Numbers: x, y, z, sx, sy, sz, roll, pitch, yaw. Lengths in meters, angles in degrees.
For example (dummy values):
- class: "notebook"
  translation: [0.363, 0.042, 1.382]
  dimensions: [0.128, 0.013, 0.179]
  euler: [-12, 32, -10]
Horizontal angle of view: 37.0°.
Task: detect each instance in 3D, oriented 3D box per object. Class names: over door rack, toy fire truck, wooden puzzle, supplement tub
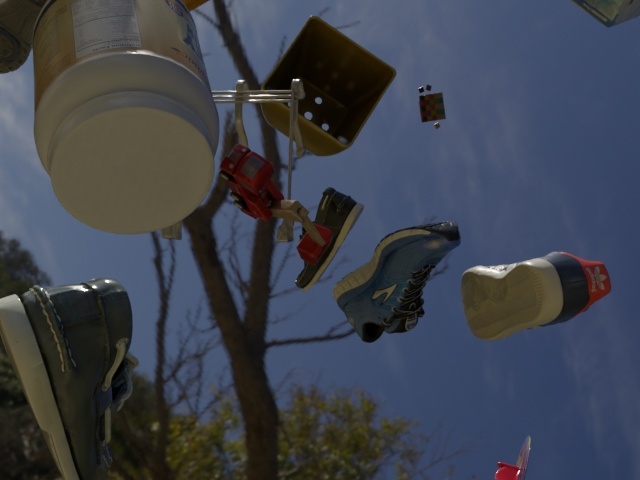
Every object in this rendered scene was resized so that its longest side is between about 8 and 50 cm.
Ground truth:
- class: "over door rack"
  translation: [-0.155, -0.140, 1.783]
  dimensions: [0.108, 0.240, 0.324]
  euler: [58, 34, -69]
- class: "toy fire truck"
  translation: [-0.058, -0.047, 1.316]
  dimensions: [0.135, 0.047, 0.192]
  euler: [29, -17, 20]
- class: "wooden puzzle"
  translation: [0.204, -0.245, 1.753]
  dimensions: [0.006, 0.049, 0.083]
  euler: [-171, -108, -65]
- class: "supplement tub"
  translation: [-0.253, -0.181, 1.236]
  dimensions: [0.316, 0.228, 0.228]
  euler: [-108, -153, -45]

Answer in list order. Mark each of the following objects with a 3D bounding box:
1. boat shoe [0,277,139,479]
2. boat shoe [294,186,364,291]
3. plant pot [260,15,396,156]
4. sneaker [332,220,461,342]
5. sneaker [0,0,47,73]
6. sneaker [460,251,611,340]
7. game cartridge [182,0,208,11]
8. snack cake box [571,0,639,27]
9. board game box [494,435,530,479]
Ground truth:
- class: "boat shoe"
  translation: [-0.195, 0.130, 0.815]
  dimensions: [0.116, 0.099, 0.319]
  euler: [58, -20, 25]
- class: "boat shoe"
  translation: [0.000, 0.000, 1.709]
  dimensions: [0.079, 0.084, 0.233]
  euler: [30, -47, 2]
- class: "plant pot"
  translation: [-0.002, -0.296, 1.999]
  dimensions: [0.212, 0.212, 0.187]
  euler: [33, -21, -3]
- class: "sneaker"
  translation: [0.152, 0.079, 1.694]
  dimensions: [0.330, 0.130, 0.147]
  euler: [-48, -122, 48]
- class: "sneaker"
  translation: [-0.426, -0.344, 1.380]
  dimensions: [0.297, 0.129, 0.111]
  euler: [-26, -55, 30]
- class: "sneaker"
  translation: [0.348, 0.090, 1.570]
  dimensions: [0.350, 0.148, 0.131]
  euler: [163, -83, -74]
- class: "game cartridge"
  translation: [-0.272, -0.576, 1.732]
  dimensions: [0.323, 0.285, 0.052]
  euler: [51, -18, 10]
- class: "snack cake box"
  translation: [0.349, -0.432, 1.299]
  dimensions: [0.264, 0.089, 0.152]
  euler: [46, -41, 24]
- class: "board game box"
  translation: [0.173, 0.273, 0.957]
  dimensions: [0.033, 0.168, 0.133]
  euler: [14, -17, 10]
